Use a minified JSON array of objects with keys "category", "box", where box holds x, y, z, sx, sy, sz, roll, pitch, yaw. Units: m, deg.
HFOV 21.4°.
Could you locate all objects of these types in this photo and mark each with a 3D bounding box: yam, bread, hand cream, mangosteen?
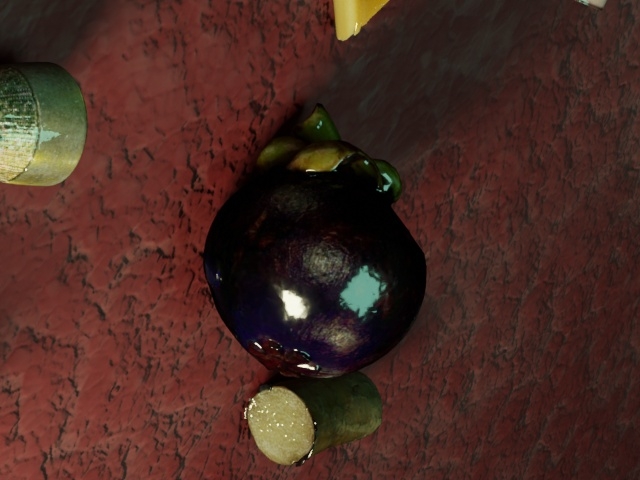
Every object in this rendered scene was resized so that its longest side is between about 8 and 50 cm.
[{"category":"yam","box":[-0.005,0.166,1.621,0.127,0.084,0.084,-9,123,-57]},{"category":"bread","box":[0.039,-0.215,1.389,0.062,0.049,0.103,-14,137,-7]},{"category":"hand cream","box":[-0.248,-0.073,1.074,0.203,0.084,0.084,-5,119,-47]},{"category":"mangosteen","box":[0.000,0.000,1.410,0.194,0.194,0.230,49,47,-58]}]

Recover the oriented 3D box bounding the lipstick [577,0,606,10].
[{"category":"lipstick","box":[0.294,-0.383,1.591,0.087,0.087,0.327,6,110,-57]}]
